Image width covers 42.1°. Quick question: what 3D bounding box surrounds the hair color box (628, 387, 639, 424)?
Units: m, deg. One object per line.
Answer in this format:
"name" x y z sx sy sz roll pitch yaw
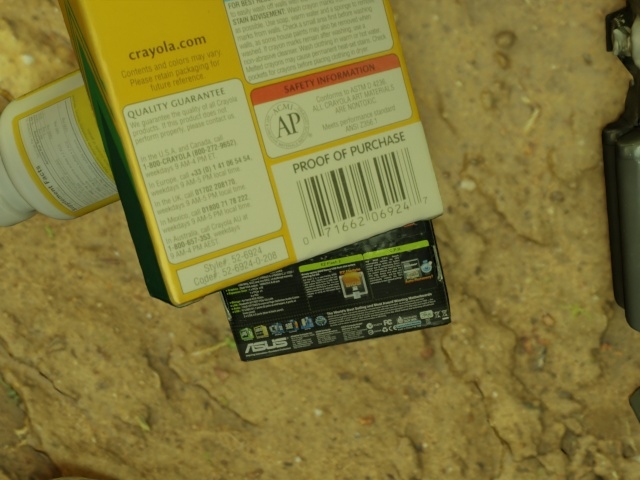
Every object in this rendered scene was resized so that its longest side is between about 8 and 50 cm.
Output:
"hair color box" 0.457 0.080 0.660 0.185 0.114 0.374 35 110 -10

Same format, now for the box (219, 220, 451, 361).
"box" 0.000 0.000 0.695 0.190 0.045 0.184 -12 108 9

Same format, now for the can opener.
"can opener" 0.269 -0.068 0.633 0.095 0.076 0.284 -9 112 8

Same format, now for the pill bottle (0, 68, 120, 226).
"pill bottle" -0.179 -0.077 0.643 0.184 0.103 0.103 -21 109 12

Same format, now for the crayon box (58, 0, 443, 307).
"crayon box" -0.058 -0.143 0.553 0.203 0.083 0.323 -19 99 -21

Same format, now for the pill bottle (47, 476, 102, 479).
"pill bottle" -0.270 0.411 0.799 0.187 0.188 0.334 24 111 -6
